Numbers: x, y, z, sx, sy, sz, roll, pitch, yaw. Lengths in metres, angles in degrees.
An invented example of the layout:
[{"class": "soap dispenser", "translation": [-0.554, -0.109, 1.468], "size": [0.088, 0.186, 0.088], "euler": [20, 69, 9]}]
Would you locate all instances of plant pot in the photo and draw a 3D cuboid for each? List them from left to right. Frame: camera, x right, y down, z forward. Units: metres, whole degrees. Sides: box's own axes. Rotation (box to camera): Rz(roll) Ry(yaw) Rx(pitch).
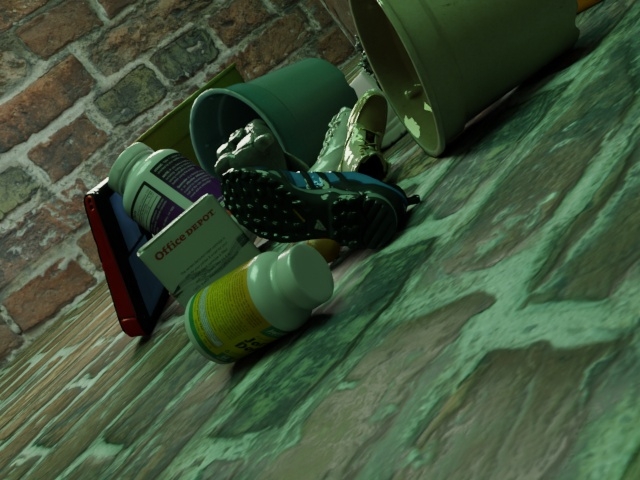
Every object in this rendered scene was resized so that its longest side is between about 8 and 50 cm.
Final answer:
[{"class": "plant pot", "translation": [-0.274, -0.244, 2.383], "size": [0.366, 0.353, 0.366], "euler": [-36, 12, 9]}, {"class": "plant pot", "translation": [-0.094, -0.285, 2.145], "size": [0.334, 0.341, 0.341], "euler": [-39, 10, -37]}, {"class": "plant pot", "translation": [0.257, -0.360, 1.458], "size": [0.305, 0.334, 0.334], "euler": [-27, 12, -2]}]

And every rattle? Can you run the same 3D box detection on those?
[{"class": "rattle", "translation": [0.000, 0.000, 1.472], "size": [0.130, 0.143, 0.200], "euler": [-9, -19, -26]}]

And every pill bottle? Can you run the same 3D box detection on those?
[{"class": "pill bottle", "translation": [-0.298, -0.076, 1.852], "size": [0.181, 0.322, 0.181], "euler": [-52, -12, -15]}, {"class": "pill bottle", "translation": [-0.085, 0.087, 1.196], "size": [0.208, 0.118, 0.118], "euler": [-31, 15, 33]}]

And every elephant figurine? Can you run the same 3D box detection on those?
[{"class": "elephant figurine", "translation": [-0.104, -0.139, 1.881], "size": [0.169, 0.239, 0.186], "euler": [-33, 27, 18]}]

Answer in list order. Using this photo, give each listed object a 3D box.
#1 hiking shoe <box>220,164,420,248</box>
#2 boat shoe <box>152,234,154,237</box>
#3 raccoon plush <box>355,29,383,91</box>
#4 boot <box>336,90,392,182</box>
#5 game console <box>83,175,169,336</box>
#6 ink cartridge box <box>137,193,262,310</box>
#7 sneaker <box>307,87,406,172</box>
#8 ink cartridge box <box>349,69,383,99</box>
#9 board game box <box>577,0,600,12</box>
[{"class": "hiking shoe", "translation": [-0.009, -0.057, 1.323], "size": [0.303, 0.113, 0.132], "euler": [15, 25, 22]}, {"class": "boat shoe", "translation": [-0.425, -0.005, 2.579], "size": [0.335, 0.121, 0.119], "euler": [-35, -1, -41]}, {"class": "raccoon plush", "translation": [0.290, -0.514, 2.005], "size": [0.446, 0.216, 0.299], "euler": [-34, 17, -29]}, {"class": "boot", "translation": [0.090, -0.171, 1.571], "size": [0.165, 0.077, 0.213], "euler": [-136, 64, -76]}, {"class": "game console", "translation": [-0.438, 0.019, 1.968], "size": [0.060, 0.342, 0.386], "euler": [-12, 14, 0]}, {"class": "ink cartridge box", "translation": [-0.172, 0.048, 1.367], "size": [0.153, 0.208, 0.087], "euler": [-41, 12, -10]}, {"class": "sneaker", "translation": [0.052, -0.209, 1.844], "size": [0.297, 0.129, 0.111], "euler": [-43, 15, -12]}, {"class": "ink cartridge box", "translation": [0.154, -0.470, 2.534], "size": [0.154, 0.093, 0.212], "euler": [-41, 5, 47]}, {"class": "board game box", "translation": [0.470, -0.677, 1.784], "size": [0.356, 0.356, 0.356], "euler": [-46, 15, -32]}]
